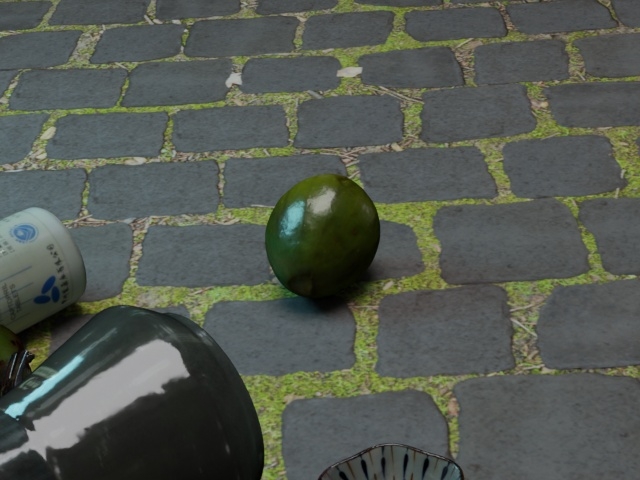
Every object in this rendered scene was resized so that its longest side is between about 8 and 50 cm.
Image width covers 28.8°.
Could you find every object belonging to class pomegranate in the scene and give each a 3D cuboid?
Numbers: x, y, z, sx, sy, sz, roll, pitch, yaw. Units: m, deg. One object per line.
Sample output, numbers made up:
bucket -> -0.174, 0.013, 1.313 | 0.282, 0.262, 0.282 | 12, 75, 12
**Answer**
pomegranate -> -0.477, 0.192, 1.708 | 0.169, 0.149, 0.148 | -37, 42, -26

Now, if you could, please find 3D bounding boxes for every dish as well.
dish -> 0.085, 0.325, 1.474 | 0.190, 0.066, 0.191 | -5, 32, 3

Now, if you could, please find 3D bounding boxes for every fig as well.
fig -> 0.000, 0.000, 1.930 | 0.180, 0.181, 0.191 | 6, 52, 17

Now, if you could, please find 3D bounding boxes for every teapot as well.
teapot -> -0.294, 0.262, 1.415 | 0.361, 0.306, 0.376 | -23, 2, -35

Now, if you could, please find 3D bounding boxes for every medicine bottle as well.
medicine bottle -> -0.513, 0.076, 1.875 | 0.293, 0.170, 0.170 | -30, 39, -35

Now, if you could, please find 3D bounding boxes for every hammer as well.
hammer -> -0.332, 0.181, 1.743 | 0.037, 0.137, 0.290 | -18, 10, 35
